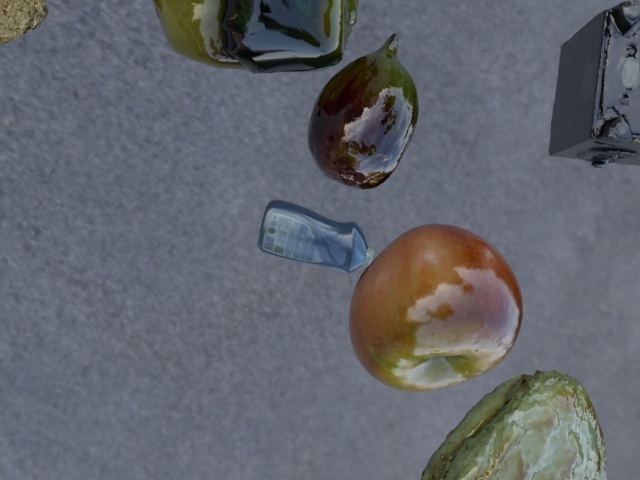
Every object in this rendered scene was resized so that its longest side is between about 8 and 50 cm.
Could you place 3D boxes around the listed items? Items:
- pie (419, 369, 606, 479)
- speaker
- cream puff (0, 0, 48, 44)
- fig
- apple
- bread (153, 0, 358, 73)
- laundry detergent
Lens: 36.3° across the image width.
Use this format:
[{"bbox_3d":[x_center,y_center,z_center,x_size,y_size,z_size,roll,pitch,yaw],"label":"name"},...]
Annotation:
[{"bbox_3d":[0.123,0.204,0.704,0.248,0.090,0.201,-54,132,-13],"label":"pie"},{"bbox_3d":[0.452,-0.189,1.296,0.254,0.232,0.184,137,-42,-89],"label":"speaker"},{"bbox_3d":[-0.372,-0.275,1.083,0.119,0.133,0.104,-42,163,3],"label":"cream puff"},{"bbox_3d":[0.047,-0.128,0.935,0.103,0.109,0.155,25,67,-18],"label":"fig"},{"bbox_3d":[0.138,0.083,1.215,0.210,0.173,0.235,19,140,-38],"label":"apple"},{"bbox_3d":[-0.060,-0.333,0.889,0.251,0.208,0.376,-65,153,-63],"label":"bread"},{"bbox_3d":[0.000,0.000,1.653,0.061,0.206,0.097,-63,170,-76],"label":"laundry detergent"}]
